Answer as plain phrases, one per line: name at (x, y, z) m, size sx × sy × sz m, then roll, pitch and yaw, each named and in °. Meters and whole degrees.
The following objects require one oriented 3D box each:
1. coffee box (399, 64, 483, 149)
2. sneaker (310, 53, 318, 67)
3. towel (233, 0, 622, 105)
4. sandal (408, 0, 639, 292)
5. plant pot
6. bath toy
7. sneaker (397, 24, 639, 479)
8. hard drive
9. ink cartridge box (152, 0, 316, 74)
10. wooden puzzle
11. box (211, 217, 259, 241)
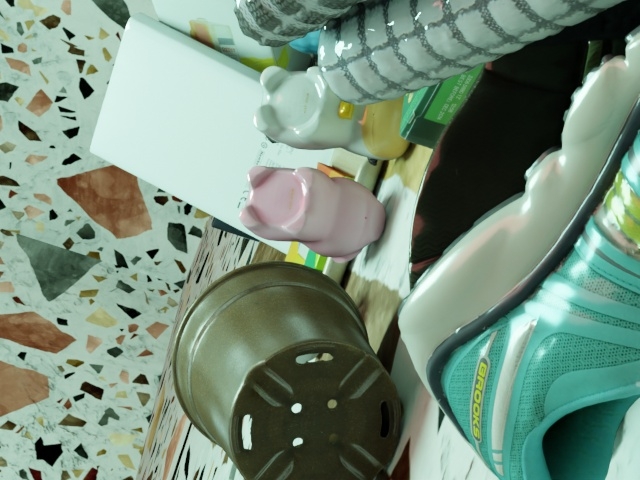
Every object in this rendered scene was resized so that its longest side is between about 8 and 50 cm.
coffee box at (0.112, -0.180, 1.023) m, size 0.113 × 0.040 × 0.184 m, roll 119°, pitch 166°, yaw -47°
sneaker at (0.021, -0.257, 1.416) m, size 0.125 × 0.139 × 0.341 m, roll 122°, pitch 163°, yaw -50°
towel at (0.087, -0.210, 0.461) m, size 0.235 × 0.121 × 0.284 m, roll -20°, pitch 44°, yaw 56°
sandal at (0.126, -0.068, 0.577) m, size 0.086 × 0.120 × 0.303 m, roll 31°, pitch -110°, yaw -60°
plant pot at (-0.021, 0.112, 0.912) m, size 0.165 × 0.167 × 0.167 m, roll -143°, pitch 72°, yaw -73°
bath toy at (0.001, -0.043, 1.151) m, size 0.129 × 0.151 × 0.348 m, roll 30°, pitch -107°, yaw -68°
sneaker at (0.136, 0.001, 0.424) m, size 0.275 × 0.107 × 0.110 m, roll -56°, pitch 51°, yaw 41°
hard drive at (-0.126, -0.128, 1.513) m, size 0.203 × 0.307 × 0.040 m, roll -66°, pitch -7°, yaw 32°
ink cartridge box at (-0.083, -0.326, 1.604) m, size 0.385 × 0.160 × 0.279 m, roll 76°, pitch -153°, yaw -55°
wooden puzzle at (0.000, 0.000, 1.334) m, size 0.239 × 0.044 × 0.221 m, roll -132°, pitch 61°, yaw -80°
box at (-0.111, -0.107, 2.059) m, size 0.158 × 0.093 × 0.156 m, roll 125°, pitch 161°, yaw -58°
